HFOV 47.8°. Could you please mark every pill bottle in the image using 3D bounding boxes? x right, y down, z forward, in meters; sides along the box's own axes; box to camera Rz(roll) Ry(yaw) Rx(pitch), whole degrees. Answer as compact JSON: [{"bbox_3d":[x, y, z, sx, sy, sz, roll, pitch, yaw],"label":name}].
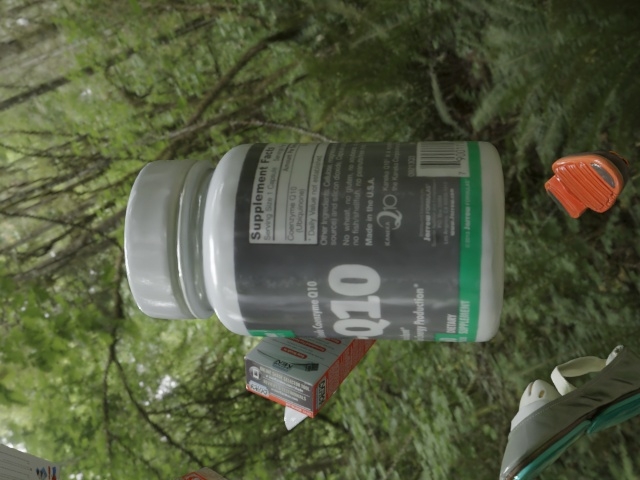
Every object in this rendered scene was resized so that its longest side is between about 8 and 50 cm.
[{"bbox_3d":[0.000,0.000,0.753,0.204,0.361,0.204,0,-90,-81],"label":"pill bottle"}]

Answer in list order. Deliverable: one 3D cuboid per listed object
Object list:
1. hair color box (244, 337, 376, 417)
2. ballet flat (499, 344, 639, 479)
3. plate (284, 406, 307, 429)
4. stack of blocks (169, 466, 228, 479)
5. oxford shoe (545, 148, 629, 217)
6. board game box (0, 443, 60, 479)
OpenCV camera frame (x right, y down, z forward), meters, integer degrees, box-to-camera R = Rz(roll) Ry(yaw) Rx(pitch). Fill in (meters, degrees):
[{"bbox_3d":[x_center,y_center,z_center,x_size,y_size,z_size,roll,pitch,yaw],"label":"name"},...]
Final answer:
[{"bbox_3d":[-0.004,0.124,0.855,0.093,0.167,0.053,18,125,26],"label":"hair color box"},{"bbox_3d":[0.212,0.145,0.624,0.068,0.213,0.072,50,139,32],"label":"ballet flat"},{"bbox_3d":[0.013,0.225,1.471,0.045,0.277,0.278,29,144,-5],"label":"plate"},{"bbox_3d":[-0.266,0.571,1.279,0.087,0.297,0.171,23,-175,23],"label":"stack of blocks"},{"bbox_3d":[0.402,-0.102,1.054,0.097,0.098,0.271,50,-177,5],"label":"oxford shoe"},{"bbox_3d":[-0.421,0.375,0.950,0.305,0.053,0.193,86,176,-65],"label":"board game box"}]
